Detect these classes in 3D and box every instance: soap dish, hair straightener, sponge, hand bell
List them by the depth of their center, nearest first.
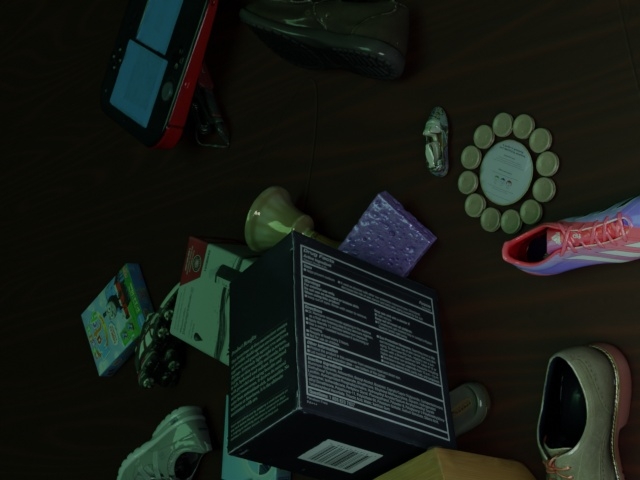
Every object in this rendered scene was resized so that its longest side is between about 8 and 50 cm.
[{"bbox_3d":[0.157,0.399,1.555,0.291,0.228,0.118,-38,49,38],"label":"soap dish"},{"bbox_3d":[0.086,0.035,1.768,0.117,0.031,0.210,43,120,12],"label":"sponge"},{"bbox_3d":[0.000,0.000,1.865,0.242,0.126,0.126,22,103,33],"label":"hand bell"},{"bbox_3d":[-0.238,-0.271,2.173,0.089,0.047,0.230,-44,61,36],"label":"hair straightener"}]

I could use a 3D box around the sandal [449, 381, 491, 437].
[{"bbox_3d":[0.173,0.292,1.662,0.219,0.060,0.090,-44,56,35],"label":"sandal"}]

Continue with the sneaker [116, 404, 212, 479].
[{"bbox_3d":[-0.310,0.451,2.134,0.281,0.105,0.115,-54,51,29],"label":"sneaker"}]

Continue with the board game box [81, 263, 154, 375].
[{"bbox_3d":[-0.436,0.174,2.343,0.211,0.039,0.160,-45,57,36],"label":"board game box"}]

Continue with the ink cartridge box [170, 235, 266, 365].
[{"bbox_3d":[-0.139,0.120,1.972,0.272,0.114,0.197,21,101,45],"label":"ink cartridge box"}]

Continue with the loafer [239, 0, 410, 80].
[{"bbox_3d":[0.017,-0.370,1.861,0.365,0.134,0.130,21,79,36],"label":"loafer"}]

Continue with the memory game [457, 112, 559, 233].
[{"bbox_3d":[0.279,-0.101,1.618,0.186,0.012,0.186,-6,82,47],"label":"memory game"}]

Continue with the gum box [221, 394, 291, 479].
[{"bbox_3d":[-0.116,0.383,1.978,0.157,0.041,0.185,3,90,47],"label":"gum box"}]

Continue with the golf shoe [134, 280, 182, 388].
[{"bbox_3d":[-0.312,0.168,2.167,0.273,0.105,0.120,-61,41,23],"label":"golf shoe"}]

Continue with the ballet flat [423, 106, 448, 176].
[{"bbox_3d":[0.181,-0.158,1.709,0.041,0.041,0.114,-11,78,46],"label":"ballet flat"}]

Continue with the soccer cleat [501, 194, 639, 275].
[{"bbox_3d":[0.361,-0.005,1.461,0.248,0.095,0.083,-20,72,45],"label":"soccer cleat"}]

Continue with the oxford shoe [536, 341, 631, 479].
[{"bbox_3d":[0.331,0.310,1.438,0.123,0.130,0.348,-5,83,47],"label":"oxford shoe"}]

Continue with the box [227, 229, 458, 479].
[{"bbox_3d":[0.028,0.189,1.605,0.182,0.296,0.294,-38,41,39],"label":"box"}]

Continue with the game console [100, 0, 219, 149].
[{"bbox_3d":[-0.343,-0.386,2.233,0.386,0.060,0.342,36,113,53],"label":"game console"}]
